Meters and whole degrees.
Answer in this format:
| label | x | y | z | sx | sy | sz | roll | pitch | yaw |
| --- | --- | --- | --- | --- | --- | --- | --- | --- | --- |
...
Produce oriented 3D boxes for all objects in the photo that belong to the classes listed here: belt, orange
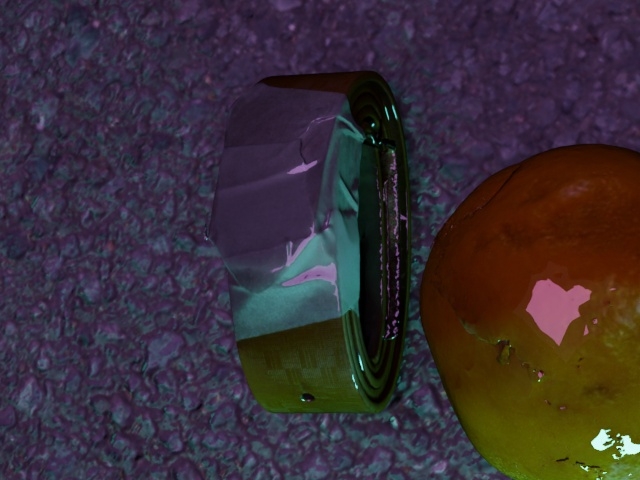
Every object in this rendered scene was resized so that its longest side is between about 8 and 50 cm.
| label | x | y | z | sx | sy | sz | roll | pitch | yaw |
| --- | --- | --- | --- | --- | --- | --- | --- | --- | --- |
| belt | 0.000 | 0.000 | 0.896 | 0.105 | 0.184 | 0.261 | -1 | 85 | 22 |
| orange | 0.182 | 0.052 | 0.793 | 0.240 | 0.240 | 0.240 | -2 | 84 | 21 |
